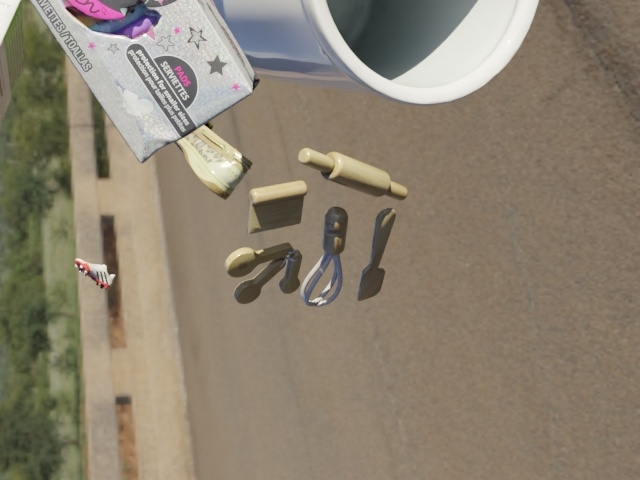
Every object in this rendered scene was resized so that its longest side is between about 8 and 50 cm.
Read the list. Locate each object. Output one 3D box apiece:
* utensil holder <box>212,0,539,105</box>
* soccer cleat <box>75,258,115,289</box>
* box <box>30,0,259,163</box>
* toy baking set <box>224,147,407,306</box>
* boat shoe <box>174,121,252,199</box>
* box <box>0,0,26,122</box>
[{"bbox_3d":[0.039,-0.354,1.160,0.385,0.328,0.327,23,111,58],"label":"utensil holder"},{"bbox_3d":[-0.387,0.051,1.517,0.029,0.083,0.035,2,56,44],"label":"soccer cleat"},{"bbox_3d":[-0.183,-0.228,0.904,0.247,0.142,0.163,57,-174,-13],"label":"box"},{"bbox_3d":[0.003,-0.005,0.951,0.196,0.256,0.030,-54,50,24],"label":"toy baking set"},{"bbox_3d":[-0.213,-0.191,1.610,0.089,0.104,0.285,-43,57,9],"label":"boat shoe"},{"bbox_3d":[-0.522,-0.183,1.306,0.232,0.058,0.322,141,149,-69],"label":"box"}]
